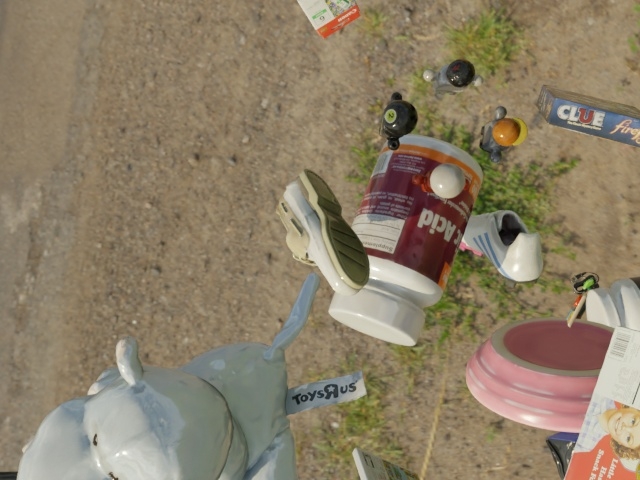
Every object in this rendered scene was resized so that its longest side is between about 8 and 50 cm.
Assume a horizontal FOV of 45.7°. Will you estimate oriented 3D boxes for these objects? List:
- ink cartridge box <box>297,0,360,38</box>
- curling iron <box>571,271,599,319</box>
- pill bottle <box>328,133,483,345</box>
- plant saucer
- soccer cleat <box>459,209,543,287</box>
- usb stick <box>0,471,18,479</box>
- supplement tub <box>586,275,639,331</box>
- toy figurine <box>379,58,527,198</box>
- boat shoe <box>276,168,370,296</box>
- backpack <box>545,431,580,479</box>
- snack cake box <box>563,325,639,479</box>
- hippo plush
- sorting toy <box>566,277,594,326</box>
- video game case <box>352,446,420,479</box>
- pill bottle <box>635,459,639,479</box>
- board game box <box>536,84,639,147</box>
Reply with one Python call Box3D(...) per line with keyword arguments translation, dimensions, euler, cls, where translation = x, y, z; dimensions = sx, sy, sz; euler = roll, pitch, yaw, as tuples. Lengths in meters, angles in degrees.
Box3D(translation=(0.014, -0.297, 0.972), dimensions=(0.063, 0.115, 0.029), euler=(-30, 63, 9), cls="ink cartridge box")
Box3D(translation=(0.581, 0.187, 1.796), dimensions=(0.068, 0.035, 0.274), euler=(30, 73, 14), cls="curling iron")
Box3D(translation=(0.172, 0.001, 1.562), dimensions=(0.224, 0.224, 0.392), euler=(8, 71, 44), cls="pill bottle")
Box3D(translation=(0.422, 0.216, 1.321), dimensions=(0.332, 0.332, 0.084), euler=(13, 112, 44), cls="plant saucer")
Box3D(translation=(0.397, -0.020, 1.707), dimensions=(0.331, 0.116, 0.143), euler=(-131, 35, -60), cls="soccer cleat")
Box3D(translation=(-0.315, 0.347, 1.022), dimensions=(0.045, 0.278, 0.077), euler=(137, 133, -68), cls="usb stick")
Box3D(translation=(0.726, 0.163, 1.608), dimensions=(0.272, 0.191, 0.191), euler=(-10, 69, 4), cls="supplement tub")
Box3D(translation=(0.223, -0.195, 1.320), dimensions=(0.210, 0.148, 0.213), euler=(-36, 93, -1), cls="toy figurine")
Box3D(translation=(0.000, 0.000, 1.408), dimensions=(0.103, 0.113, 0.302), euler=(-43, 41, 20), cls="boat shoe")
Box3D(translation=(0.570, 0.478, 1.652), dimensions=(0.098, 0.101, 0.120), euler=(157, 99, -68), cls="backpack")
Box3D(translation=(0.455, 0.266, 1.055), dimensions=(0.152, 0.089, 0.264), euler=(15, 84, 61), cls="snack cake box")
Box3D(translation=(-0.109, 0.193, 0.646), dimensions=(0.294, 0.236, 0.234), euler=(-25, 84, 10), cls="hippo plush")
Box3D(translation=(0.412, 0.096, 1.207), dimensions=(0.012, 0.062, 0.083), euler=(28, 99, 16), cls="sorting toy")
Box3D(translation=(0.192, 0.639, 1.947), dimensions=(0.026, 0.206, 0.227), euler=(-59, 18, 12), cls="video game case")
Box3D(translation=(0.323, 0.232, 0.720), dimensions=(0.044, 0.083, 0.043), euler=(5, 109, 16), cls="pill bottle")
Box3D(translation=(0.441, -0.202, 1.219), dimensions=(0.165, 0.243, 0.042), euler=(16, 109, 6), cls="board game box")
